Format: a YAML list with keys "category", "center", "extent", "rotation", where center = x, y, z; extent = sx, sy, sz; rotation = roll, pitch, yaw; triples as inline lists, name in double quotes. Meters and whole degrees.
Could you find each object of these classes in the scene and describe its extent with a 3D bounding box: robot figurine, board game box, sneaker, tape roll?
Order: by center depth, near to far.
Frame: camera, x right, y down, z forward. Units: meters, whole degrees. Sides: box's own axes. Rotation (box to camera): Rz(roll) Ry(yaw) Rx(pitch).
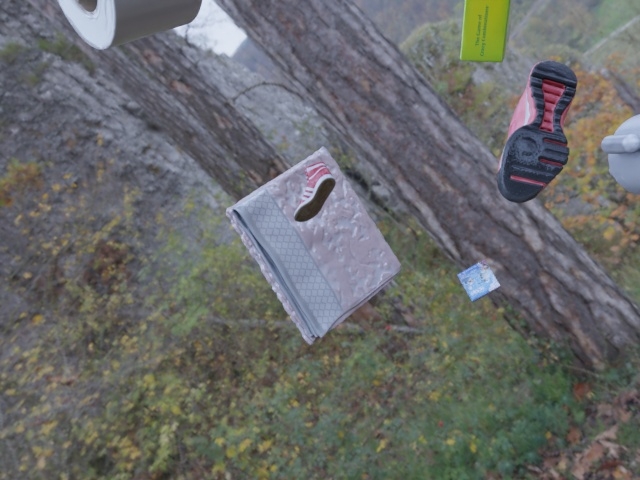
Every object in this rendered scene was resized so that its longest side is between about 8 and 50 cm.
- category: "board game box"
  center: [0.170, -0.276, 0.618]
  extent: [0.092, 0.043, 0.181]
  rotation: [-55, -31, -58]
- category: "tape roll"
  center: [-0.330, -0.460, 1.047]
  extent: [0.169, 0.246, 0.246]
  rotation: [-31, 3, -33]
- category: "sneaker"
  center: [-0.018, -0.093, 1.171]
  extent: [0.118, 0.042, 0.067]
  rotation: [-51, 43, 31]
- category: "sneaker"
  center: [0.423, -0.196, 1.249]
  extent: [0.136, 0.115, 0.314]
  rotation: [90, -158, -69]
- category: "robot figurine"
  center: [0.801, -0.201, 1.435]
  extent: [0.353, 0.299, 0.200]
  rotation: [-139, 54, -84]
- category: "board game box"
  center: [0.449, 0.115, 1.793]
  extent: [0.090, 0.090, 0.020]
  rotation: [-31, -25, 11]

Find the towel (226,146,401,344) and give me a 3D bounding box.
- category: "towel"
  center: [0.000, 0.000, 1.336]
  extent: [0.317, 0.332, 0.053]
  rotation: [-37, 8, -40]
